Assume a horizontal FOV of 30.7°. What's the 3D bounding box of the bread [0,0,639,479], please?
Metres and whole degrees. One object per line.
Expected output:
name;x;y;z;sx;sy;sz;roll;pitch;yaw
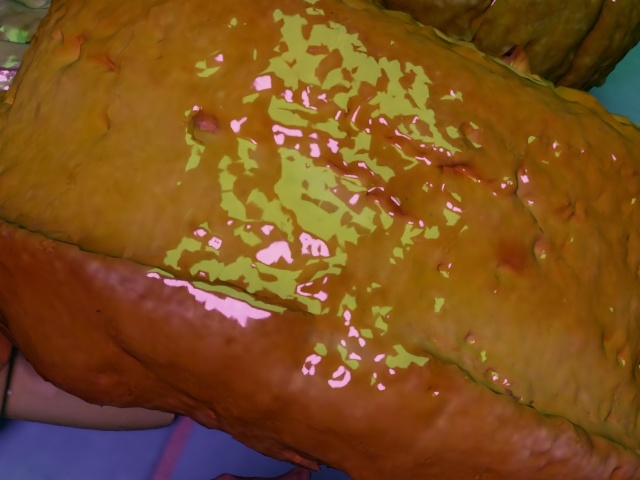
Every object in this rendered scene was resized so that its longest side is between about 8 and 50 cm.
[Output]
bread;-0.003;-0.001;0.554;0.358;0.337;0.204;19;82;-6

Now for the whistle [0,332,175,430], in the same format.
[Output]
whistle;-0.220;0.049;0.608;0.294;0.141;0.141;0;49;-13

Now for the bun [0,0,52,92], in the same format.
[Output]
bun;-0.187;-0.078;0.738;0.210;0.116;0.237;-2;48;-12

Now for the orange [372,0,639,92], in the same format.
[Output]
orange;0.084;-0.191;0.818;0.301;0.223;0.300;16;15;10

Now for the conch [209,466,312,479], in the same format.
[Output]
conch;-0.062;0.195;0.499;0.245;0.163;0.178;-5;71;-9
